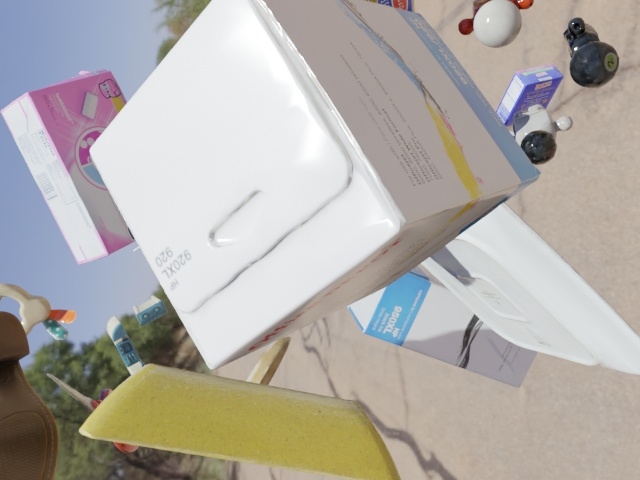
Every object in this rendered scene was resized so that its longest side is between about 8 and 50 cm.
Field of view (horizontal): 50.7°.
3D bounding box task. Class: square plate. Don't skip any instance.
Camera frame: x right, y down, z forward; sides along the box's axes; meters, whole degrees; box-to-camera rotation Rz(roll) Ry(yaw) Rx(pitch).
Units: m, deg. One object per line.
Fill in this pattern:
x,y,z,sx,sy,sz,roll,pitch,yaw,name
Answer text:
0.258,0.065,0.961,0.049,0.344,0.347,-49,11,-10,square plate

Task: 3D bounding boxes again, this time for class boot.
-0.456,0.250,0.913,0.220,0.109,0.283,-29,75,43,boot

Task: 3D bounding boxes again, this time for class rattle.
-0.615,0.143,1.406,0.143,0.200,0.130,174,94,-69,rattle

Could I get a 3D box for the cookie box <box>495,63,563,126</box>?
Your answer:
0.390,-0.271,1.268,0.040,0.092,0.107,62,155,29,cookie box

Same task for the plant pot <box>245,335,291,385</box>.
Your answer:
-0.134,0.301,1.438,0.236,0.032,0.236,-60,-6,-11,plant pot

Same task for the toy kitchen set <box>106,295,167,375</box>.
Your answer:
-0.478,0.291,1.897,0.122,0.166,0.207,30,144,54,toy kitchen set

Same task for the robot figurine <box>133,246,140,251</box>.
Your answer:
-0.313,-0.069,1.729,0.200,0.353,0.300,53,148,3,robot figurine

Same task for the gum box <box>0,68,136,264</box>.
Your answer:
-0.244,-0.083,0.725,0.062,0.107,0.188,-14,104,40,gum box

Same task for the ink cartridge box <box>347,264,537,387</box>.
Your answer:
0.271,0.157,1.551,0.285,0.395,0.166,-124,56,-74,ink cartridge box

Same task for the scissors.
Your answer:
-0.313,0.248,0.959,0.109,0.021,0.297,62,170,15,scissors

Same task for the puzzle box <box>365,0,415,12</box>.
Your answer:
0.017,-0.225,1.006,0.409,0.272,0.052,59,-172,-67,puzzle box

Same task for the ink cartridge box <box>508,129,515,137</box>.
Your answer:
0.235,-0.195,1.543,0.324,0.330,0.071,109,171,-55,ink cartridge box

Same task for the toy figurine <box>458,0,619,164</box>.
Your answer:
0.270,-0.220,0.927,0.148,0.213,0.209,-74,8,-57,toy figurine

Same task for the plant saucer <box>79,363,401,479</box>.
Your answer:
-0.102,0.210,0.824,0.333,0.333,0.081,145,137,-72,plant saucer

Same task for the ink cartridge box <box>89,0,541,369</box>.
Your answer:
0.006,-0.051,0.470,0.171,0.233,0.168,-39,78,33,ink cartridge box
